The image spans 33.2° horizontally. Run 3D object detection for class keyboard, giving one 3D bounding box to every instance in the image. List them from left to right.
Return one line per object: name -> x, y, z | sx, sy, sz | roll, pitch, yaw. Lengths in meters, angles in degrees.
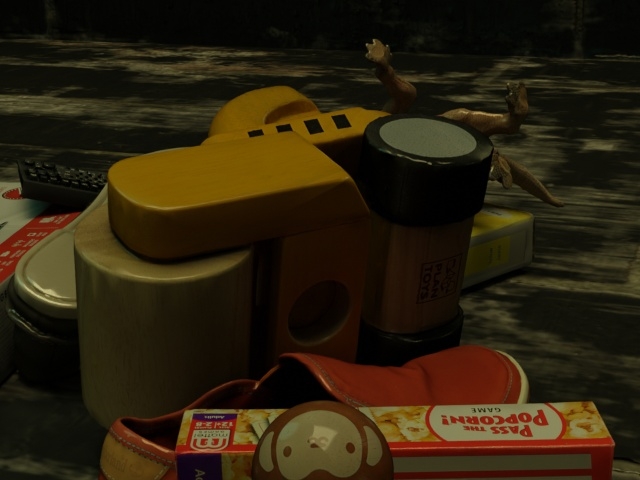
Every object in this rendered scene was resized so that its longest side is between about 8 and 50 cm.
keyboard -> -0.206, -0.045, 1.063 | 0.180, 0.023, 0.108 | 9, 23, -24

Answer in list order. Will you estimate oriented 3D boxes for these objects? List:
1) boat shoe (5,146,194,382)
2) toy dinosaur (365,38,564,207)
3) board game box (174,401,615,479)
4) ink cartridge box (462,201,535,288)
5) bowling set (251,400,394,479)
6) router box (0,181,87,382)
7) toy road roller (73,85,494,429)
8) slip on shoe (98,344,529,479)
boat shoe -> -0.167, 0.009, 0.963 | 0.112, 0.096, 0.335 | 29, 33, 10
toy dinosaur -> 0.082, -0.076, 1.041 | 0.295, 0.127, 0.200 | 7, -23, -26
board game box -> 0.034, 0.151, 0.507 | 0.193, 0.147, 0.045 | -2, 18, 0
ink cartridge box -> 0.000, 0.000, 1.084 | 0.307, 0.072, 0.303 | -14, 23, -38
bowling set -> -0.028, 0.173, 0.390 | 0.287, 0.200, 0.154 | 0, 20, 16
router box -> -0.383, 0.029, 1.001 | 0.301, 0.082, 0.335 | 1, 19, 7
toy road roller -> -0.047, -0.001, 0.814 | 0.329, 0.203, 0.240 | -14, 34, -30
slip on shoe -> 0.009, 0.118, 0.681 | 0.331, 0.101, 0.123 | -13, 20, -34
